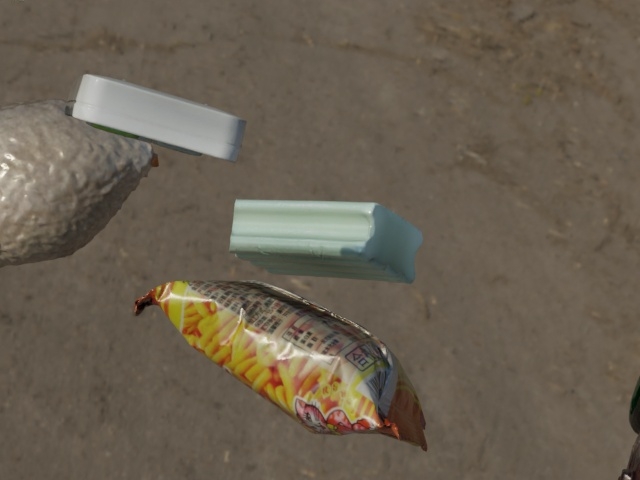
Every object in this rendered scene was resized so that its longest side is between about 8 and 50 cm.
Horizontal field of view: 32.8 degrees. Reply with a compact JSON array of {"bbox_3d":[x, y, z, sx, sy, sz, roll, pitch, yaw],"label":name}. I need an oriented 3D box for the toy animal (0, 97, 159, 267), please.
[{"bbox_3d":[-0.397,-0.075,1.464,0.358,0.188,0.227,-5,73,5],"label":"toy animal"}]

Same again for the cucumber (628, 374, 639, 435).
[{"bbox_3d":[0.263,0.021,0.676,0.056,0.284,0.056,15,28,-8],"label":"cucumber"}]

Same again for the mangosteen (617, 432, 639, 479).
[{"bbox_3d":[0.253,0.153,0.569,0.199,0.200,0.200,11,33,-7],"label":"mangosteen"}]

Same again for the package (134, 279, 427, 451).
[{"bbox_3d":[-0.017,0.110,1.054,0.288,0.108,0.223,32,0,20],"label":"package"}]

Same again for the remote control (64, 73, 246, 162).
[{"bbox_3d":[-0.119,-0.084,0.737,0.103,0.034,0.250,15,4,-17],"label":"remote control"}]

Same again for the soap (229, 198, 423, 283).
[{"bbox_3d":[0.000,0.000,1.227,0.198,0.067,0.119,3,-17,35],"label":"soap"}]
